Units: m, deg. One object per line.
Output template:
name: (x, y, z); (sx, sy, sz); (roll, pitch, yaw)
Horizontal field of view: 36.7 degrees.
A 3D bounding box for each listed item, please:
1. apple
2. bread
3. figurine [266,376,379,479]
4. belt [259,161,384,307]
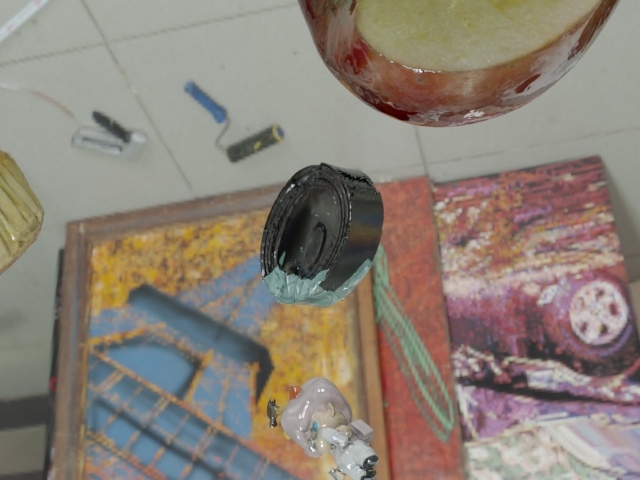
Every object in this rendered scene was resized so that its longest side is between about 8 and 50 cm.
apple: (0.147, -0.301, 1.029); (0.365, 0.328, 0.295); (-29, -166, -15)
bread: (-0.557, 0.018, 1.376); (0.389, 0.236, 0.183); (-36, 103, 25)
figurine: (0.012, 0.285, 1.473); (0.112, 0.229, 0.137); (-21, 127, -29)
belt: (0.000, 0.000, 1.242); (0.078, 0.151, 0.198); (7, 122, -44)
